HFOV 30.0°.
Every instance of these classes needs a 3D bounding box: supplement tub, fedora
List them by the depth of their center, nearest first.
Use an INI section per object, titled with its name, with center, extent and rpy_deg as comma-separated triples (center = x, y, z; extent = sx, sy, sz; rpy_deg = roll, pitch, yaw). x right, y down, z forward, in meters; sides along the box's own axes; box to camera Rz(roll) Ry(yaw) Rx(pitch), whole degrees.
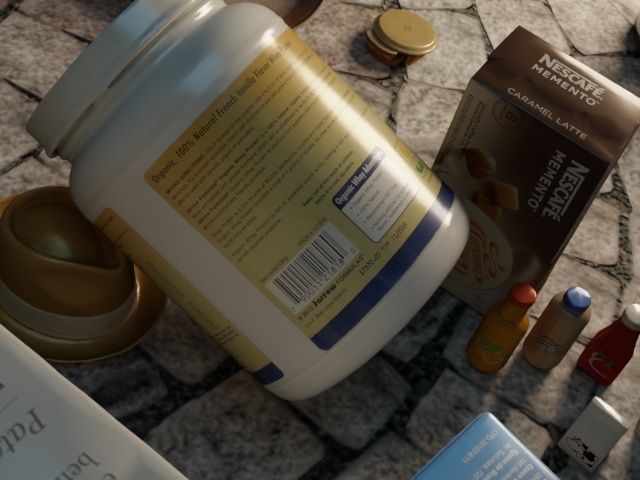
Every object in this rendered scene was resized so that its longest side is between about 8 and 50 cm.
[supplement tub]
center = -0.059, -0.048, 0.979
extent = 0.316, 0.228, 0.228
rpy_deg = 45, 51, -7
[fedora]
center = -0.222, 0.013, 1.035
extent = 0.194, 0.079, 0.194
rpy_deg = 8, 51, -10

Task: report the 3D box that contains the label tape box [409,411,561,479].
[label tape box]
center = 0.157, 0.333, 0.869
extent = 0.348, 0.115, 0.249
rpy_deg = 45, 54, 14

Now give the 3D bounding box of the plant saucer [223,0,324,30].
[plant saucer]
center = -0.084, -0.313, 1.328
extent = 0.199, 0.036, 0.198
rpy_deg = 4, 77, -19

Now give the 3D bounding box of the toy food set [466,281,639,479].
[toy food set]
center = 0.256, 0.122, 1.068
extent = 0.232, 0.104, 0.111
rpy_deg = 40, 53, 17

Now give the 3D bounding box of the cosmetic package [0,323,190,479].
[cosmetic package]
center = -0.192, 0.299, 0.640
extent = 0.394, 0.329, 0.327
rpy_deg = 36, 55, 13

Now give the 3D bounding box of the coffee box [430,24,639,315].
[coffee box]
center = 0.177, -0.050, 1.091
extent = 0.141, 0.246, 0.098
rpy_deg = 34, 51, 11

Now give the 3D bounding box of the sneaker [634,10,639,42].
[sneaker]
center = 0.626, -0.317, 1.429
extent = 0.448, 0.257, 0.169
rpy_deg = -3, 53, -19

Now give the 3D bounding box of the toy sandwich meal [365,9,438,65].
[toy sandwich meal]
center = 0.093, -0.228, 1.355
extent = 0.086, 0.029, 0.085
rpy_deg = 10, 46, -11
